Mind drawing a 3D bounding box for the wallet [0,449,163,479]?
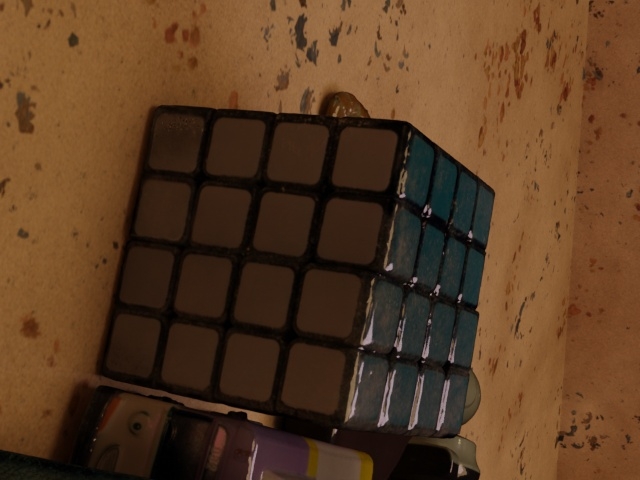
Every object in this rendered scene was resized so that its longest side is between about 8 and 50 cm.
[{"bbox_3d":[-0.204,0.320,1.074,0.046,0.379,0.190,167,-64,-72],"label":"wallet"}]

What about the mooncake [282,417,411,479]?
[{"bbox_3d":[0.045,0.272,1.796,0.283,0.141,0.283,-21,117,-51],"label":"mooncake"}]

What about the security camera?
[{"bbox_3d":[0.232,0.358,2.195,0.191,0.197,0.277,36,57,-54],"label":"security camera"}]

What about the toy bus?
[{"bbox_3d":[-0.109,0.322,1.346,0.440,0.249,0.209,37,65,-63],"label":"toy bus"}]

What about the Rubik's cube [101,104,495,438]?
[{"bbox_3d":[-0.012,0.044,1.330,0.344,0.344,0.337,20,78,-62],"label":"Rubik's cube"}]

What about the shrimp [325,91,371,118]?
[{"bbox_3d":[0.050,-0.183,1.762,0.180,0.041,0.099,13,88,-66],"label":"shrimp"}]
